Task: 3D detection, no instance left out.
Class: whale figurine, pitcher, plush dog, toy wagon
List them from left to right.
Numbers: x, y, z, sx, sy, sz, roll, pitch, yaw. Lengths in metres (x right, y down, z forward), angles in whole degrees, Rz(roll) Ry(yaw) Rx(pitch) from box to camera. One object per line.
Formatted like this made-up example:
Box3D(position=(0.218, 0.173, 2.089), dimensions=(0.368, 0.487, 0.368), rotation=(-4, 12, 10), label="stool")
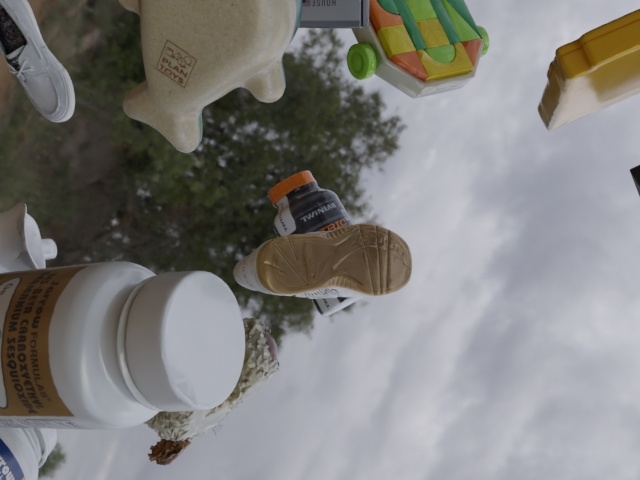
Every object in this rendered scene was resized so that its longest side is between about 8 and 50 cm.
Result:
Box3D(position=(-0.380, 0.027, 0.886), dimensions=(0.178, 0.207, 0.126), rotation=(137, -61, -82), label="pitcher")
Box3D(position=(-0.218, 0.159, 1.187), dimensions=(0.210, 0.225, 0.262), rotation=(-49, 162, 22), label="plush dog")
Box3D(position=(-0.125, -0.231, 0.977), dimensions=(0.272, 0.216, 0.141), rotation=(-57, 180, 37), label="whale figurine")
Box3D(position=(0.126, -0.397, 1.424), dimensions=(0.068, 0.267, 0.344), rotation=(-37, -107, 56), label="toy wagon")

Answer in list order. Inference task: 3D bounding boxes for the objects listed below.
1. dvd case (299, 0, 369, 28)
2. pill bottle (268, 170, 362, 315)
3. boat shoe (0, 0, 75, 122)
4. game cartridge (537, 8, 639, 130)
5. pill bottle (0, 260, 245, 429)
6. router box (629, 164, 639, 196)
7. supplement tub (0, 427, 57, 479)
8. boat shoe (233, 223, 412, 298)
Box3D(position=(-0.017, -0.402, 1.146), dimensions=(0.029, 0.179, 0.239), rotation=(-24, 118, -54), label="dvd case")
Box3D(position=(0.000, 0.000, 1.548), dimensions=(0.130, 0.246, 0.130), rotation=(-29, 173, -4), label="pill bottle")
Box3D(position=(-0.378, -0.237, 1.118), dimensions=(0.066, 0.184, 0.063), rotation=(-18, -174, 20), label="boat shoe")
Box3D(position=(0.403, -0.232, 1.027), dimensions=(0.285, 0.053, 0.323), rotation=(-23, 172, 8), label="game cartridge")
Box3D(position=(-0.182, 0.083, 0.691), dimensions=(0.229, 0.131, 0.131), rotation=(-6, -127, 29), label="pill bottle")
Box3D(position=(0.723, -0.028, 1.551), dimensions=(0.081, 0.242, 0.309), rotation=(143, -73, -75), label="router box")
Box3D(position=(-0.523, 0.328, 1.153), dimensions=(0.228, 0.228, 0.316), rotation=(-53, -179, 41), label="supplement tub")
Box3D(position=(0.006, 0.030, 1.173), dimensions=(0.096, 0.277, 0.098), rotation=(-10, -99, 49), label="boat shoe")
